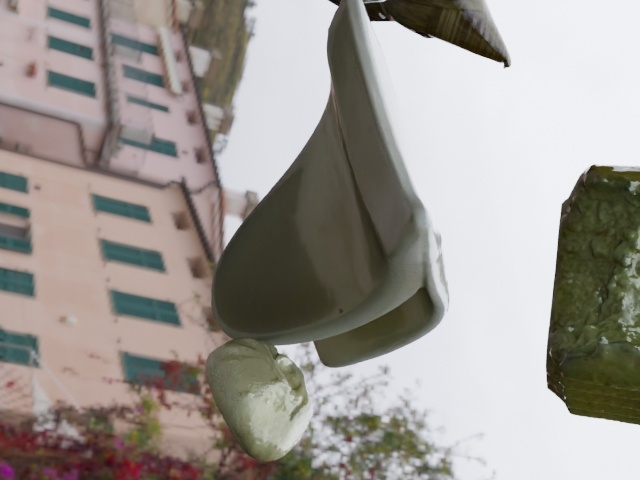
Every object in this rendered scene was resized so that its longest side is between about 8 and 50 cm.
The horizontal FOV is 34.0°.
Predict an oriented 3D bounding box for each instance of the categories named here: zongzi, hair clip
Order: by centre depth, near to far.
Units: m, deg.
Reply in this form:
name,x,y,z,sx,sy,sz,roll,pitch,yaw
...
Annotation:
name,x,y,z,sx,sy,sz,roll,pitch,yaw
hair clip,0.019,-0.003,0.708,0.282,0.113,0.172,-50,-135,46
zongzi,0.153,-0.381,1.338,0.134,0.288,0.286,-40,155,-37

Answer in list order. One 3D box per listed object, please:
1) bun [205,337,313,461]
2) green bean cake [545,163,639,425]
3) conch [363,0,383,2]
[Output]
name,x,y,z,sx,sy,sz,roll,pitch,yaw
bun,-0.037,0.100,0.692,0.055,0.086,0.086,-32,-146,5
green bean cake,0.308,0.060,1.102,0.233,0.124,0.236,65,33,-64
conch,0.075,-0.297,0.872,0.220,0.277,0.195,-56,-148,8
